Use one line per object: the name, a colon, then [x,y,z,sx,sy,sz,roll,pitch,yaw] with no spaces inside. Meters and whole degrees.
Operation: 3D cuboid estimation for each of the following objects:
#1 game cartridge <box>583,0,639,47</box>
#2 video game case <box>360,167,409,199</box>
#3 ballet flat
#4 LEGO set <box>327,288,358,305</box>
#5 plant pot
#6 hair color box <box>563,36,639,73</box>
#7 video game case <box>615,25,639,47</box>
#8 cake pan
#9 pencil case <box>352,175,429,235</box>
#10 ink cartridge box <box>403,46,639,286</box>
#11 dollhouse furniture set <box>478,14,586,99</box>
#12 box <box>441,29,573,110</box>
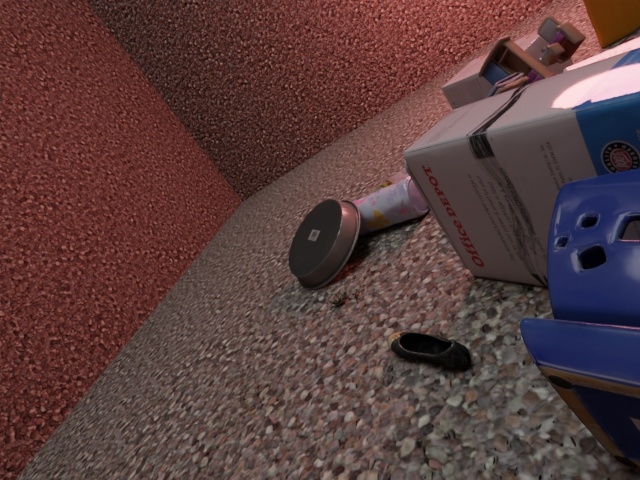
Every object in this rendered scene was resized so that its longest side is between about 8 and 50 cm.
game cartridge: [0.944,-0.808,1.261,0.285,0.324,0.053,-25,24,31]
video game case: [0.250,-0.169,1.434,0.206,0.026,0.227,-35,19,3]
ballet flat: [0.174,0.172,0.701,0.057,0.049,0.173,-45,20,-27]
LEGO set: [0.058,0.144,1.035,0.083,0.024,0.054,-1,39,39]
plant pot: [0.335,0.082,0.357,0.212,0.236,0.235,-52,23,-23]
hair color box: [0.696,-0.334,0.829,0.374,0.114,0.186,-14,38,44]
video game case: [0.933,-0.569,1.116,0.274,0.035,0.248,-41,14,-8]
cake pan: [0.000,0.000,1.245,0.293,0.054,0.293,-39,35,35]
pencil case: [0.183,-0.098,1.237,0.273,0.113,0.124,-21,37,41]
ink cartridge box: [0.352,-0.081,0.617,0.166,0.286,0.394,-41,19,-19]
dollhouse furniture set: [0.500,-0.468,1.189,0.303,0.198,0.286,-30,-21,-24]
box: [0.643,-0.570,1.473,0.215,0.168,0.345,-43,19,-20]
